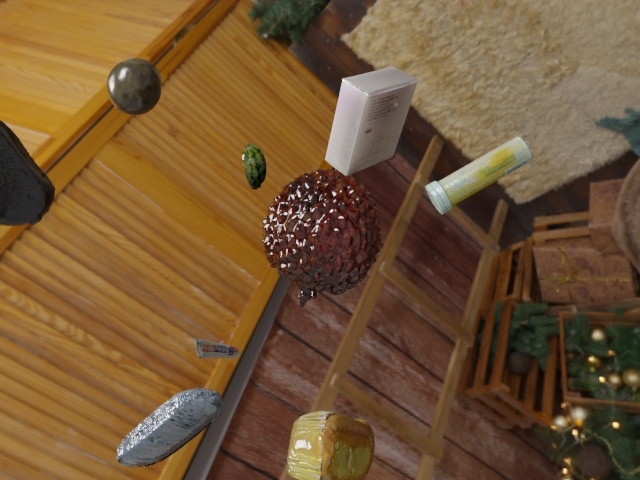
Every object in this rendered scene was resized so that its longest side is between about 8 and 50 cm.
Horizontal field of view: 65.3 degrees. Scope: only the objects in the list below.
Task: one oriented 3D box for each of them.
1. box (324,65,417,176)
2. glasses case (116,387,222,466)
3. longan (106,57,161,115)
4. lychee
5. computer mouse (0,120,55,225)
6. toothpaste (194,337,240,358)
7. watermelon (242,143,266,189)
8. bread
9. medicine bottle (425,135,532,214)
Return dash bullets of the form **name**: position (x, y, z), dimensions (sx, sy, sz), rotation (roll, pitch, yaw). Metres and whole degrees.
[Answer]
- **box**: position (0.135, -0.320, 1.351), dimensions (0.106, 0.203, 0.251), rotation (42, 139, 27)
- **glasses case**: position (-0.323, 0.402, 1.066), dimensions (0.282, 0.067, 0.109), rotation (-42, 133, 18)
- **longan**: position (-0.604, -0.501, 1.630), dimensions (0.167, 0.187, 0.167), rotation (38, 177, 2)
- **lychee**: position (0.000, 0.000, 1.733), dimensions (0.425, 0.424, 0.499), rotation (19, 107, 7)
- **computer mouse**: position (-0.810, -0.178, 1.240), dimensions (0.323, 0.183, 0.116), rotation (64, 170, -28)
- **toothpaste**: position (-0.257, 0.277, 1.255), dimensions (0.033, 0.052, 0.218), rotation (-22, 160, 10)
- **watermelon**: position (-0.216, -0.254, 1.690), dimensions (0.069, 0.087, 0.163), rotation (-8, 95, 10)
- **bread**: position (0.029, 0.468, 1.124), dimensions (0.120, 0.152, 0.288), rotation (-2, 155, 24)
- **medicine bottle**: position (0.337, -0.140, 1.070), dimensions (0.218, 0.073, 0.073), rotation (-30, 127, 5)
